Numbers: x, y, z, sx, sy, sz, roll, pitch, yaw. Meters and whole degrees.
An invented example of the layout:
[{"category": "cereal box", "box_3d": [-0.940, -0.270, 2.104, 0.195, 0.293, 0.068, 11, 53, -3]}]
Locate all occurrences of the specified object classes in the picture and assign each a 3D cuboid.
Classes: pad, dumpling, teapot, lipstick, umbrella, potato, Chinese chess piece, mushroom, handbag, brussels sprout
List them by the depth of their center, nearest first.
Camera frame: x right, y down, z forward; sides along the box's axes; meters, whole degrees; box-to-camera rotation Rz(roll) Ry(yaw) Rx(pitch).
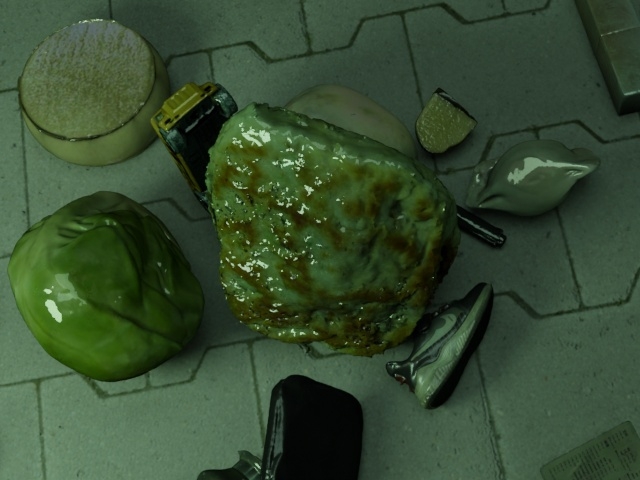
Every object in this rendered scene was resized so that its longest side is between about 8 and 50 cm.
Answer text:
[{"category": "pad", "box_3d": [0.448, 0.417, 1.635, 0.159, 0.009, 0.265, -26, 87, -7]}, {"category": "handbag", "box_3d": [-0.023, 0.379, 1.674, 0.075, 0.192, 0.332, -9, 63, 42]}, {"category": "teapot", "box_3d": [-0.116, 0.406, 1.704, 0.119, 0.130, 0.165, -39, 79, -24]}, {"category": "brussels sprout", "box_3d": [-0.330, 0.079, 1.760, 0.247, 0.328, 0.328, -30, 67, 19]}, {"category": "dumpling", "box_3d": [0.349, -0.114, 1.855, 0.229, 0.124, 0.151, -13, 30, 10]}, {"category": "mushroom", "box_3d": [0.030, -0.125, 1.862, 0.254, 0.234, 0.260, 18, 27, -17]}, {"category": "umbrella", "box_3d": [0.253, -0.030, 1.873, 0.133, 0.031, 0.036, 32, 78, 16]}, {"category": "potato", "box_3d": [0.202, -0.193, 1.923, 0.096, 0.066, 0.103, 43, 77, 6]}, {"category": "lipstick", "box_3d": [0.504, -0.402, 1.962, 0.076, 0.080, 0.371, -13, 68, 0]}, {"category": "Chinese chess piece", "box_3d": [-0.404, -0.265, 2.002, 0.270, 0.112, 0.270, -2, 68, 6]}]

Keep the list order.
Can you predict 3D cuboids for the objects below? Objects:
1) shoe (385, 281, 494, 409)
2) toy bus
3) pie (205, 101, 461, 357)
[{"category": "shoe", "box_3d": [0.191, 0.155, 1.778, 0.112, 0.099, 0.227, 23, 74, 23]}, {"category": "toy bus", "box_3d": [-0.184, -0.151, 1.811, 0.121, 0.335, 0.123, -40, 65, -9]}, {"category": "pie", "box_3d": [0.012, -0.015, 1.691, 0.395, 0.418, 0.180, 8, 43, 10]}]
